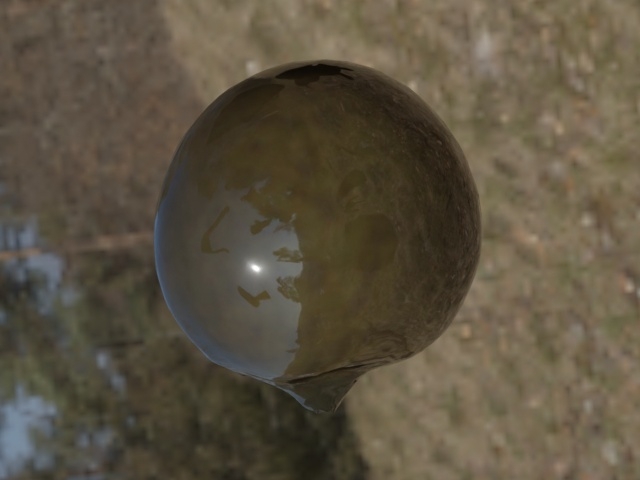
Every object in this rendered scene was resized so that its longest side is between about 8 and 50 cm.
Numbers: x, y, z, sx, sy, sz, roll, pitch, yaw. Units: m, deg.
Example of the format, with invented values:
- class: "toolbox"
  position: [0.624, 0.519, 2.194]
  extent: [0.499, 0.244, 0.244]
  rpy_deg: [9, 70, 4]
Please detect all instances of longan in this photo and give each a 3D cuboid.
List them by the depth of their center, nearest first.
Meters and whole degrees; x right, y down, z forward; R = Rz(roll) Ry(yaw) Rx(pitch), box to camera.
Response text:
- class: "longan"
  position: [0.000, 0.000, 0.587]
  extent: [0.092, 0.113, 0.113]
  rpy_deg: [19, 124, 42]
